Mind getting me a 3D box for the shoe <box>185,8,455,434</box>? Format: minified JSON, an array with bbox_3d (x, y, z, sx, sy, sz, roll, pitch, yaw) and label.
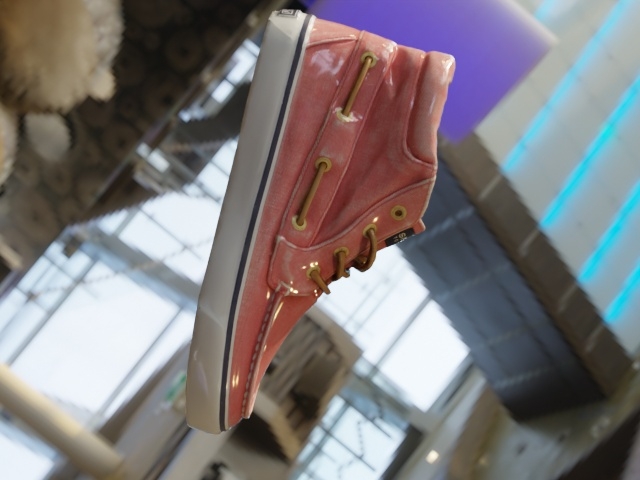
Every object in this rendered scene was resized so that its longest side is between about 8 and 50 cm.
[{"bbox_3d":[0.000,0.000,0.602,0.063,0.081,0.178,-47,150,-86],"label":"shoe"}]
